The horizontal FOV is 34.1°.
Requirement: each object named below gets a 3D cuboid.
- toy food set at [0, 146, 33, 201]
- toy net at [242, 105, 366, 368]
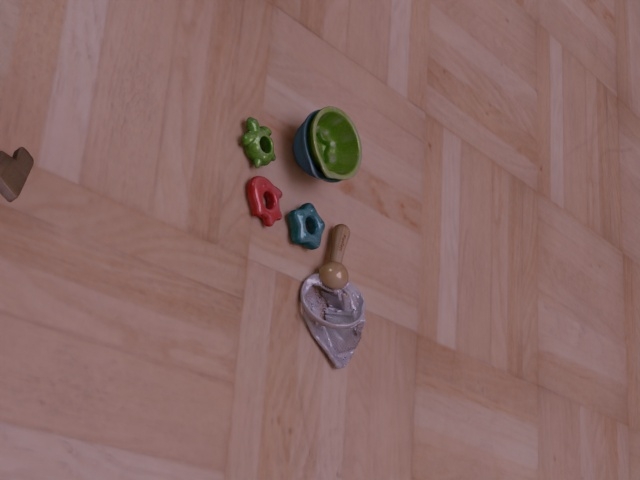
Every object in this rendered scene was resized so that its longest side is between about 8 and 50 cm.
[{"bbox_3d":[-0.247,-0.100,0.611,0.192,0.039,0.132,54,1,-16],"label":"toy food set"},{"bbox_3d":[0.000,0.000,0.921,0.122,0.045,0.232,-10,88,-52],"label":"toy net"}]
